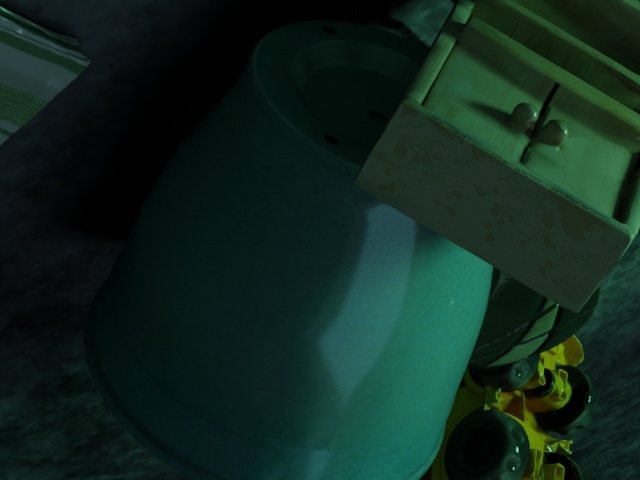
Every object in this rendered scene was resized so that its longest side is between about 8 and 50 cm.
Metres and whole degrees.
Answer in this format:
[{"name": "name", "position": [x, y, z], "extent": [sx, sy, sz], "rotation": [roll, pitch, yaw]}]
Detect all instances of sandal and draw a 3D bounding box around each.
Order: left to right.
[{"name": "sandal", "position": [0.171, -0.010, 1.449], "extent": [0.120, 0.086, 0.303], "rotation": [-11, 132, -13]}]

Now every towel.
[{"name": "towel", "position": [-0.234, -0.091, 1.091], "extent": [0.152, 0.023, 0.113], "rotation": [-37, 145, 23]}]

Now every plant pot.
[{"name": "plant pot", "position": [0.000, 0.000, 1.182], "extent": [0.271, 0.271, 0.255], "rotation": [-4, 132, -32]}]

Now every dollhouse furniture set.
[{"name": "dollhouse furniture set", "position": [0.203, -0.192, 0.984], "extent": [0.362, 0.256, 0.394], "rotation": [30, 129, -1]}]

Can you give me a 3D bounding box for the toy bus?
[{"name": "toy bus", "position": [0.138, 0.183, 1.639], "extent": [0.211, 0.220, 0.149], "rotation": [-9, 149, 38]}]
